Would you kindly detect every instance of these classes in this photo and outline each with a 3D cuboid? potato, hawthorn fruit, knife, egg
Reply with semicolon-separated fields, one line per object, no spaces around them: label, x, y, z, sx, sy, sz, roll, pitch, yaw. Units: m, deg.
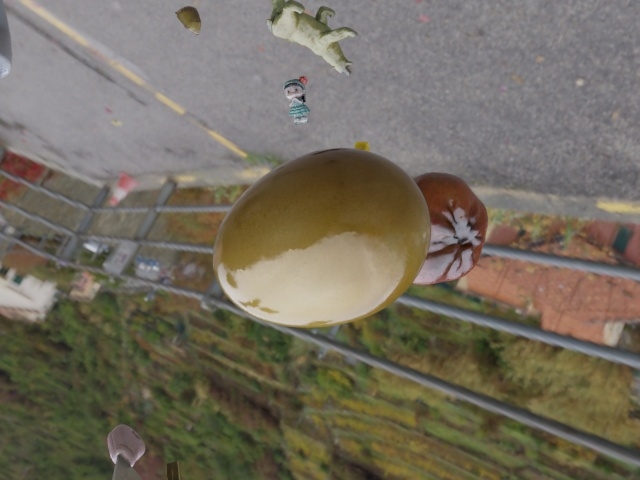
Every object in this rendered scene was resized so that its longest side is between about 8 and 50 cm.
potato;-0.285;-0.487;1.800;0.037;0.036;0.093;15;-149;-44
hawthorn fruit;0.202;-0.023;1.663;0.224;0.224;0.261;35;167;-28
knife;-0.315;0.376;1.351;0.081;0.043;0.336;47;175;-11
egg;0.000;0.000;1.202;0.322;0.250;0.250;-17;153;9

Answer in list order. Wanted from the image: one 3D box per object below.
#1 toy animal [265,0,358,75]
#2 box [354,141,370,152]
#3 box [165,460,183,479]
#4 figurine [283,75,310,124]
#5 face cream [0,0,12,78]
toy animal;-0.017;-0.427;1.706;0.218;0.101;0.103;20;-153;-19
box;0.093;-0.102;2.125;0.043;0.269;0.152;3;150;17
box;-0.219;0.425;1.309;0.090;0.023;0.133;-109;12;-57
figurine;-0.050;-0.321;1.910;0.060;0.106;0.047;-11;180;21
face cream;-0.640;-0.433;1.418;0.137;0.420;0.235;-21;172;31
